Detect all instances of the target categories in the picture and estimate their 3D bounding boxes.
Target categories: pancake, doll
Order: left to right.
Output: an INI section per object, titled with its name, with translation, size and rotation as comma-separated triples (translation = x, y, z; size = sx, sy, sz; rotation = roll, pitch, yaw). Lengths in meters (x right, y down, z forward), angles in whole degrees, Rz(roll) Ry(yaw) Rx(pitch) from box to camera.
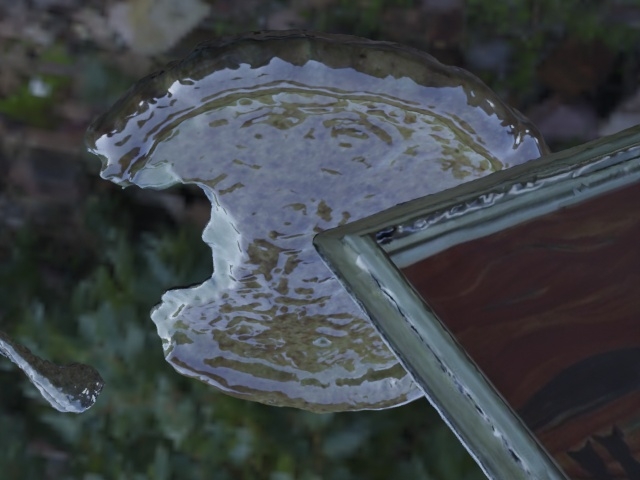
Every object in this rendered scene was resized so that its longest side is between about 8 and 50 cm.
[doll]
translation = -0.317, 0.062, 1.555
size = 0.286, 0.091, 0.202
rotation = 31, 179, 2
[pancake]
translation = 0.000, 0.000, 1.003
size = 0.286, 0.033, 0.288
rotation = 22, 134, -23

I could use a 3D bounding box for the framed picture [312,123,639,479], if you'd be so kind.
[framed picture]
translation = 0.153, 0.066, 0.562
size = 0.216, 0.273, 0.016
rotation = -20, 150, -37
